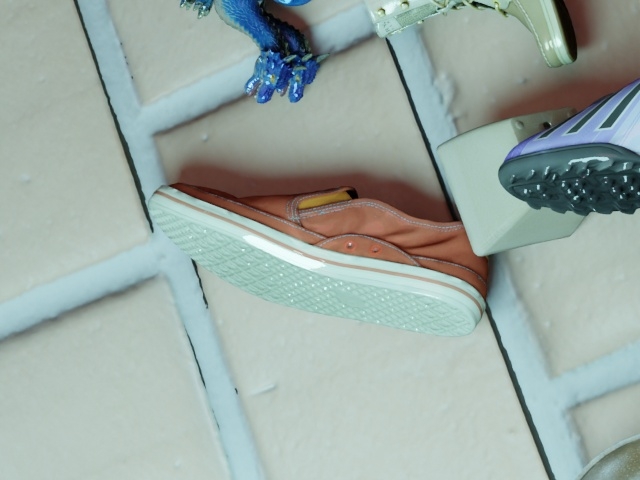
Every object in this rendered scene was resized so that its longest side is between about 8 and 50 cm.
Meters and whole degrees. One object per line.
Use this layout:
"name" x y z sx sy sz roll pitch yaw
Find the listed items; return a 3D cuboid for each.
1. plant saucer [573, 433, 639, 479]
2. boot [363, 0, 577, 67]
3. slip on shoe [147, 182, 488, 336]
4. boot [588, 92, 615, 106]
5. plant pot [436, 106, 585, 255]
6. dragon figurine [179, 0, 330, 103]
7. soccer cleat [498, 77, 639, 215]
"plant saucer" 0.322 0.305 1.600 0.310 0.050 0.311 7 100 41
"boot" 0.129 -0.221 1.783 0.165 0.077 0.213 -28 70 10
"slip on shoe" 0.000 0.000 1.775 0.331 0.123 0.101 13 63 18
"boot" 0.417 0.079 1.628 0.367 0.146 0.445 -5 84 17
"plant pot" 0.184 -0.062 1.705 0.109 0.096 0.109 -12 73 -29
"dragon figurine" -0.045 -0.270 1.836 0.144 0.085 0.289 13 86 18
"soccer cleat" 0.292 -0.104 1.565 0.318 0.108 0.116 -15 62 28
